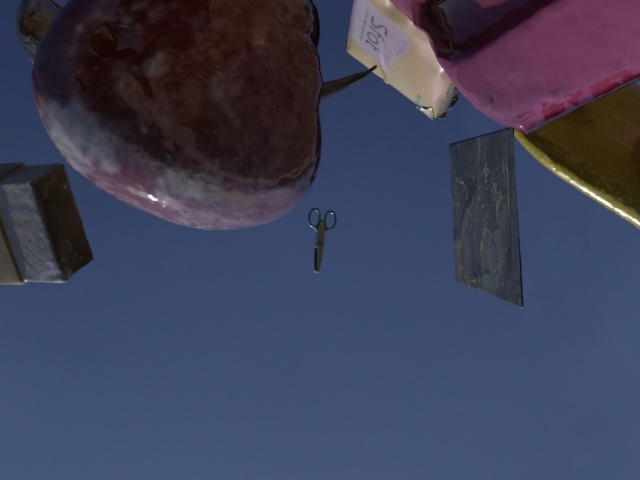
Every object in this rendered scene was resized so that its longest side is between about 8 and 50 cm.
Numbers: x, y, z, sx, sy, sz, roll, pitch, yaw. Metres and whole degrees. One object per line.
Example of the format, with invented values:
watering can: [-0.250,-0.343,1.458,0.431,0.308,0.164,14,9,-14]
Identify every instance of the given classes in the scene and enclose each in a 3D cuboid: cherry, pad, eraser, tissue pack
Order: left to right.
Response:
eraser: [-0.464,-0.018,1.056,0.078,0.343,0.144,-48,-49,-56]
cherry: [-0.091,-0.126,0.693,0.285,0.213,0.236,-8,-116,-11]
tissue pack: [0.145,-0.317,1.195,0.215,0.257,0.123,38,-105,7]
pad: [0.248,-0.039,1.264,0.007,0.367,0.248,-3,-86,-4]

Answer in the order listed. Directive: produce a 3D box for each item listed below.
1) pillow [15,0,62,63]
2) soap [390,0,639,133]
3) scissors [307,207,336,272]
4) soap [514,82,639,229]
pillow: [-0.318,-0.200,1.082,0.067,0.173,0.270,-25,-54,0]
soap: [0.145,-0.208,0.269,0.233,0.359,0.128,49,-127,-13]
scissors: [0.000,0.000,1.510,0.058,0.014,0.119,7,-96,-22]
soap: [0.522,-0.174,1.418,0.427,0.115,0.306,39,-122,19]
